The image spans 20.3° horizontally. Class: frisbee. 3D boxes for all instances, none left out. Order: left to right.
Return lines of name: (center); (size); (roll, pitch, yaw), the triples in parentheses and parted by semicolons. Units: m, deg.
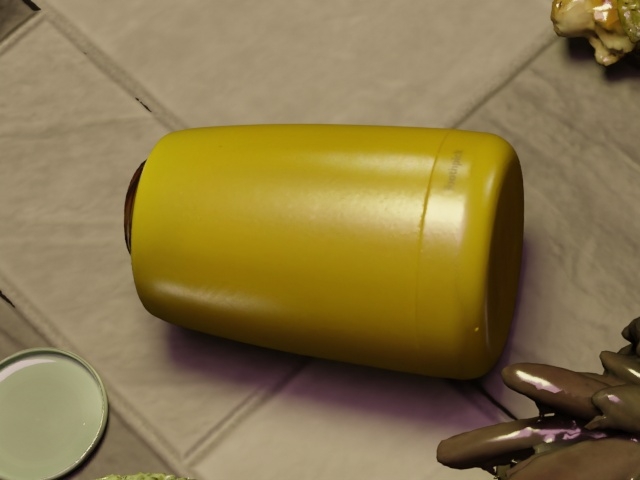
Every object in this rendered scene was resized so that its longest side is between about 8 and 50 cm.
frisbee: (-0.211, 0.131, 1.328); (0.110, 0.014, 0.110); (-3, 62, 6)

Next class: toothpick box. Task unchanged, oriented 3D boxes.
toothpick box: (0.000, 0.000, 1.278); (0.271, 0.175, 0.175); (6, 62, 16)

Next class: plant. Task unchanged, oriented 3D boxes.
plant: (0.242, 0.143, 1.156); (0.320, 0.181, 0.194); (-27, 66, -4)

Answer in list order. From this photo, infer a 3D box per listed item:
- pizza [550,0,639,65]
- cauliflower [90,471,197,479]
pizza: (0.325, -0.300, 1.362); (0.392, 0.080, 0.435); (-40, 26, 21)
cauliflower: (-0.153, 0.270, 1.108); (0.272, 0.250, 0.275); (-6, 65, 8)
